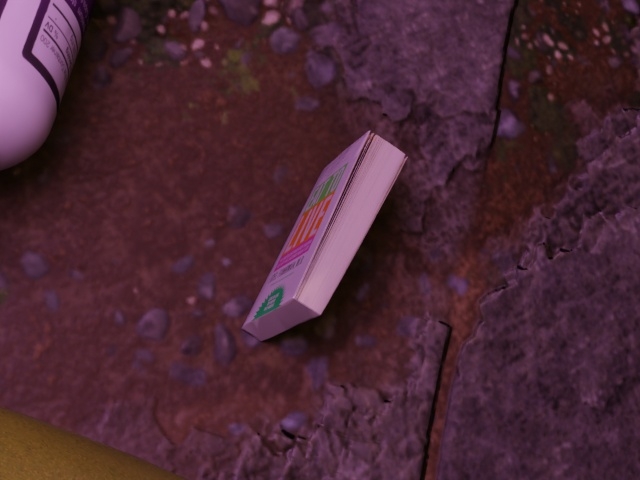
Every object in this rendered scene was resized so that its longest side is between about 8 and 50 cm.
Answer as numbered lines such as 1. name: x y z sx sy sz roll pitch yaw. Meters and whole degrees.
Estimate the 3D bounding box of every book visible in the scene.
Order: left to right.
1. book: 0.000 0.000 1.082 0.035 0.096 0.144 34 62 -15

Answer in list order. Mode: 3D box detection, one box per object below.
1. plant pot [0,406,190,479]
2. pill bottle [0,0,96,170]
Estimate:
1. plant pot: -0.182 0.246 0.801 0.353 0.366 0.366 13 69 -35
2. pill bottle: -0.235 -0.171 0.966 0.181 0.181 0.323 24 66 -19
